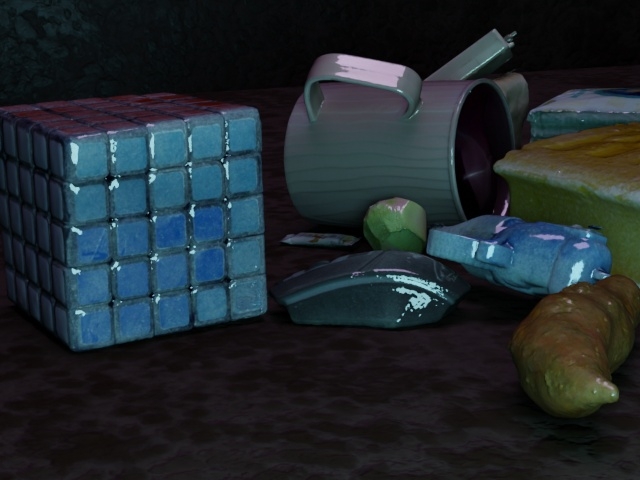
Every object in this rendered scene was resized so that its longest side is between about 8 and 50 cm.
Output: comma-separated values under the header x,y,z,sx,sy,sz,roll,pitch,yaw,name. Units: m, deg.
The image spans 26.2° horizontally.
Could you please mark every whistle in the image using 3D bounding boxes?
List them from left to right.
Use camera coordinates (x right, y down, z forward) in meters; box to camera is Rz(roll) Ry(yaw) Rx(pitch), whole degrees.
x,y,z,sx,sy,sz,roll,pitch,yaw,name
0.219,0.020,1.513,0.180,0.093,0.269,15,-3,-37,whistle

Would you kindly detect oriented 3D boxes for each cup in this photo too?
x,y,z,sx,sy,sz,roll,pitch,yaw,name
0.096,-0.119,1.840,0.273,0.208,0.288,4,-5,29,cup

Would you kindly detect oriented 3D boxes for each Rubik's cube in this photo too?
x,y,z,sx,sy,sz,roll,pitch,yaw,name
-0.212,-0.031,1.518,0.237,0.237,0.238,-11,17,-29,Rubik's cube

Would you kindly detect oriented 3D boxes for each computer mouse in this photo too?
x,y,z,sx,sy,sz,roll,pitch,yaw,name
0.050,0.045,1.511,0.231,0.071,0.126,1,14,15,computer mouse

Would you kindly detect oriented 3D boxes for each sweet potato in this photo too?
x,y,z,sx,sy,sz,roll,pitch,yaw,name
0.232,0.090,1.253,0.106,0.095,0.354,-3,10,17,sweet potato

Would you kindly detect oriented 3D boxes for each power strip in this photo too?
x,y,z,sx,sy,sz,roll,pitch,yaw,name
0.169,-0.226,2.232,0.367,0.043,0.106,-36,-8,8,power strip

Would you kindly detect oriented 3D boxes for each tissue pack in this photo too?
x,y,z,sx,sy,sz,roll,pitch,yaw,name
0.525,-0.143,2.038,0.388,0.162,0.287,3,14,23,tissue pack

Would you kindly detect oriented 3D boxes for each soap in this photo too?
x,y,z,sx,sy,sz,roll,pitch,yaw,name
0.411,-0.036,1.640,0.293,0.156,0.335,-10,18,-31,soap

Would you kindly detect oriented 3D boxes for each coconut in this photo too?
x,y,z,sx,sy,sz,roll,pitch,yaw,name
0.095,-0.018,1.753,0.082,0.081,0.083,-2,-31,1,coconut

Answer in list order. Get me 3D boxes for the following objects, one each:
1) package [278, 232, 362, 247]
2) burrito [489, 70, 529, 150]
x,y,z,sx,sy,sz,roll,pitch,yaw,name
0.000,0.000,1.822,0.110,0.015,0.037,4,20,27,package
0.185,-0.149,2.137,0.332,0.135,0.190,-22,-7,-46,burrito
